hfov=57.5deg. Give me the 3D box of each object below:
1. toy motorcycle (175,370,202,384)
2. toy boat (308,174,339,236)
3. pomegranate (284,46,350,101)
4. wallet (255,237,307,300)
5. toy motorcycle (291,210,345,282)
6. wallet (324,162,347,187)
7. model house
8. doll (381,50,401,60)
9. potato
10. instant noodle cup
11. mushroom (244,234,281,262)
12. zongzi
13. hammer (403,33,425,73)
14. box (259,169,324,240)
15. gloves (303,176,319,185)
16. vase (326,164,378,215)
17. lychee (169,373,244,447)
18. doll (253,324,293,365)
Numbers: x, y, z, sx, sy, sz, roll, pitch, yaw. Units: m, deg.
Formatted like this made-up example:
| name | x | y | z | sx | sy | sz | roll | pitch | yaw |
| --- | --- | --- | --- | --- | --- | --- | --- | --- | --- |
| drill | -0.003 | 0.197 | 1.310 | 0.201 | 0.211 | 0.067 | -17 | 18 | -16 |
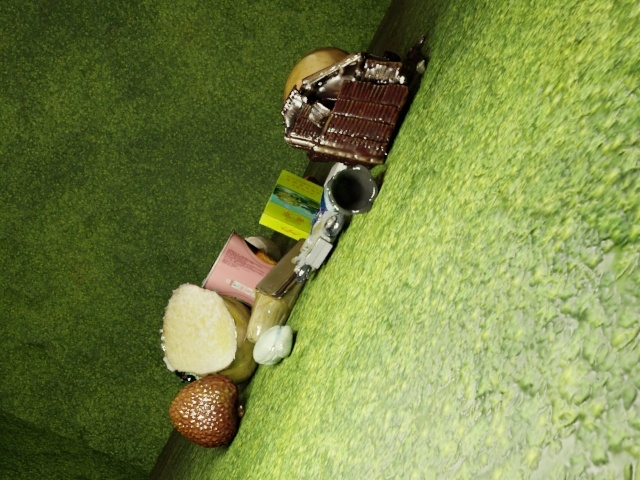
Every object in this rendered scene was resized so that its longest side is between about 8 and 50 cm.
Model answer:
| name | x | y | z | sx | sy | sz | roll | pitch | yaw |
| --- | --- | --- | --- | --- | --- | --- | --- | --- | --- |
| toy motorcycle | -0.398 | 0.497 | 2.089 | 0.331 | 0.196 | 0.125 | -29 | 34 | 54 |
| toy boat | 0.006 | -0.055 | 1.675 | 0.210 | 0.070 | 0.291 | -87 | 21 | -81 |
| pomegranate | 0.052 | -0.471 | 1.905 | 0.338 | 0.338 | 0.338 | -61 | 8 | 16 |
| wallet | -0.086 | 0.076 | 1.601 | 0.198 | 0.031 | 0.110 | -47 | 33 | -17 |
| toy motorcycle | 0.000 | 0.000 | 1.489 | 0.225 | 0.073 | 0.152 | -56 | 12 | 25 |
| wallet | 0.061 | -0.244 | 2.024 | 0.095 | 0.033 | 0.190 | -67 | 8 | -18 |
| model house | 0.044 | -0.313 | 1.462 | 0.282 | 0.317 | 0.297 | -72 | -5 | -45 |
| doll | 0.151 | -0.403 | 1.664 | 0.257 | 0.117 | 0.182 | -52 | 28 | 37 |
| potato | -0.288 | 0.278 | 1.720 | 0.237 | 0.301 | 0.288 | 13 | -98 | -58 |
| instant noodle cup | -0.224 | 0.123 | 1.851 | 0.244 | 0.255 | 0.244 | -60 | 8 | 15 |
| mushroom | -0.239 | 0.109 | 2.373 | 0.189 | 0.195 | 0.253 | -2 | -62 | -61 |
| zongzi | -0.113 | 0.185 | 1.602 | 0.197 | 0.099 | 0.194 | -31 | 37 | 37 |
| hammer | 0.261 | -0.491 | 1.580 | 0.125 | 0.027 | 0.297 | -59 | 10 | 22 |
| box | -0.083 | -0.119 | 1.976 | 0.335 | 0.187 | 0.047 | -76 | 12 | -57 |
| gloves | -0.089 | -0.188 | 2.491 | 0.241 | 0.126 | 0.145 | 144 | 128 | -67 |
| vase | 0.064 | -0.115 | 1.385 | 0.115 | 0.115 | 0.237 | -63 | 4 | 1 |
| lychee | -0.292 | 0.451 | 1.535 | 0.194 | 0.194 | 0.194 | -61 | 8 | 16 |
| doll | -0.117 | 0.254 | 1.420 | 0.214 | 0.072 | 0.103 | -38 | 27 | 64 |
